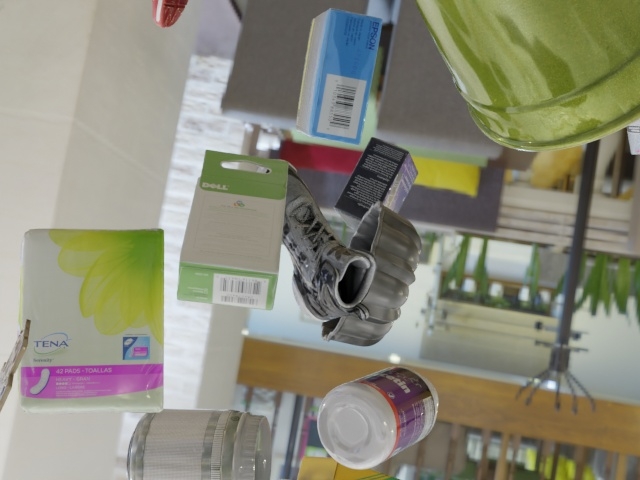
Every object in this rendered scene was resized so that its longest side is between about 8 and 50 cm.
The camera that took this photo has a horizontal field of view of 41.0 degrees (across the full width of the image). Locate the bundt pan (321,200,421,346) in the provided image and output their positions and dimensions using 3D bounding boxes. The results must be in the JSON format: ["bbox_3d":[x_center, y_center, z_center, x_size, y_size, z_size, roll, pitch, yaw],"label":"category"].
[{"bbox_3d":[0.118,0.087,1.862,0.124,0.330,0.331,23,173,-7],"label":"bundt pan"}]

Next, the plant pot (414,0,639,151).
[{"bbox_3d":[0.251,-0.358,1.045,0.367,0.366,0.353,4,152,47],"label":"plant pot"}]

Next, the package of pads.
[{"bbox_3d":[-0.366,0.128,1.374,0.229,0.296,0.101,1,172,-10],"label":"package of pads"}]

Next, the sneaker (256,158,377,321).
[{"bbox_3d":[0.000,0.000,1.268,0.101,0.268,0.153,-29,-164,-28],"label":"sneaker"}]

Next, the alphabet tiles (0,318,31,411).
[{"bbox_3d":[-0.425,0.223,1.099,0.009,0.237,0.198,25,-177,-19],"label":"alphabet tiles"}]

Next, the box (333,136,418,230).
[{"bbox_3d":[0.139,-0.123,2.090,0.108,0.207,0.153,25,173,21],"label":"box"}]

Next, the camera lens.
[{"bbox_3d":[-0.255,0.467,1.809,0.274,0.219,0.219,-1,173,7],"label":"camera lens"}]

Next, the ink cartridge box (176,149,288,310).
[{"bbox_3d":[-0.098,-0.016,1.003,0.109,0.209,0.062,7,131,-4],"label":"ink cartridge box"}]

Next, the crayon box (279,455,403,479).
[{"bbox_3d":[0.082,0.637,2.242,0.323,0.083,0.203,23,159,-23],"label":"crayon box"}]

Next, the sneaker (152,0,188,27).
[{"bbox_3d":[-0.330,-0.550,1.724,0.128,0.221,0.087,22,-165,20],"label":"sneaker"}]

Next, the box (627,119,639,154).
[{"bbox_3d":[0.714,-0.264,1.617,0.247,0.163,0.142,0,144,28],"label":"box"}]

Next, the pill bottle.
[{"bbox_3d":[0.142,0.381,1.893,0.182,0.181,0.323,7,-175,30],"label":"pill bottle"}]

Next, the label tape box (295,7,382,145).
[{"bbox_3d":[0.027,-0.339,1.793,0.115,0.249,0.347,8,-171,-7],"label":"label tape box"}]
